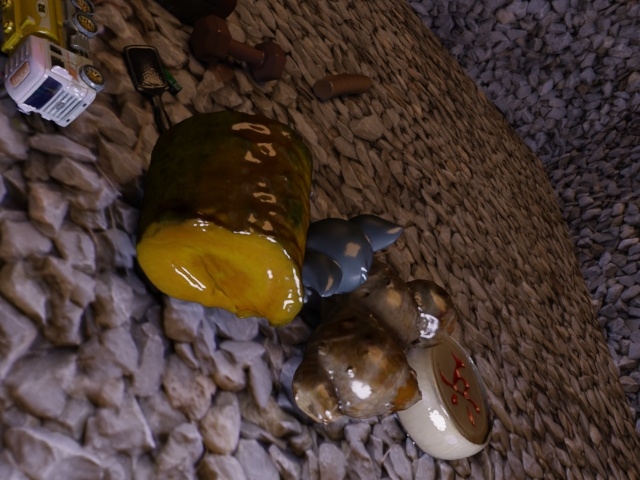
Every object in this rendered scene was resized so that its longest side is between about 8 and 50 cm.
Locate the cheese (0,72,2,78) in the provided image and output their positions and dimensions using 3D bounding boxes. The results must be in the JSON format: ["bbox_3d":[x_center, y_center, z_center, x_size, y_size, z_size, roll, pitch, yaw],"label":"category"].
[{"bbox_3d":[-0.459,-0.205,0.684,0.095,0.038,0.145,54,32,-1],"label":"cheese"}]

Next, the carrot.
[{"bbox_3d":[-0.129,-0.059,0.810,0.241,0.241,0.341,31,42,-35],"label":"carrot"}]

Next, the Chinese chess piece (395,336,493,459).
[{"bbox_3d":[0.239,0.303,1.115,0.249,0.103,0.250,36,36,-33],"label":"Chinese chess piece"}]

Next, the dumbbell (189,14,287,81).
[{"bbox_3d":[-0.172,-0.409,1.214,0.231,0.092,0.082,2,89,-52],"label":"dumbbell"}]

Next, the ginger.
[{"bbox_3d":[0.082,0.165,0.946,0.256,0.176,0.375,36,40,5],"label":"ginger"}]

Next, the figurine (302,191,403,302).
[{"bbox_3d":[-0.002,-0.005,0.942,0.193,0.140,0.265,-26,54,-26],"label":"figurine"}]

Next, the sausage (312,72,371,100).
[{"bbox_3d":[0.070,-0.440,1.591,0.066,0.065,0.301,56,30,0],"label":"sausage"}]

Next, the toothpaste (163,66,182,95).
[{"bbox_3d":[-0.288,-0.302,1.023,0.083,0.017,0.020,47,36,-15],"label":"toothpaste"}]

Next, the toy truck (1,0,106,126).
[{"bbox_3d":[-0.387,-0.279,0.789,0.114,0.098,0.227,18,48,-53],"label":"toy truck"}]

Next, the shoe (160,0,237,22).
[{"bbox_3d":[-0.306,-0.560,1.153,0.291,0.114,0.137,30,35,-30],"label":"shoe"}]

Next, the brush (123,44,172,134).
[{"bbox_3d":[-0.287,-0.257,0.974,0.063,0.016,0.193,-13,78,-33],"label":"brush"}]
